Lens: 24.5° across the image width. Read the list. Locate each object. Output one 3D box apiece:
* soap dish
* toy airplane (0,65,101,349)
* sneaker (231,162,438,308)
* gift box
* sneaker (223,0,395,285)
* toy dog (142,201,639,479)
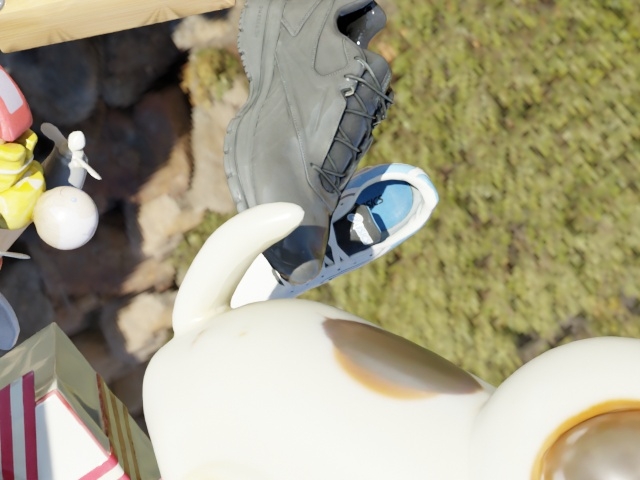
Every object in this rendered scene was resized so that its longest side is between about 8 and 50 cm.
[{"bbox_3d":[-0.250,-0.347,1.628,0.291,0.228,0.118,-8,175,18],"label":"soap dish"},{"bbox_3d":[-0.434,-0.016,2.003,0.273,0.386,0.384,6,161,10],"label":"toy airplane"},{"bbox_3d":[0.000,0.000,1.320,0.237,0.086,0.085,-32,98,-15],"label":"sneaker"},{"bbox_3d":[-0.287,0.244,1.511,0.276,0.258,0.255,-39,109,3],"label":"gift box"},{"bbox_3d":[-0.003,-0.100,1.218,0.130,0.286,0.109,-10,151,20],"label":"sneaker"},{"bbox_3d":[0.095,0.168,0.994,0.408,0.395,0.285,-3,176,30],"label":"toy dog"}]
